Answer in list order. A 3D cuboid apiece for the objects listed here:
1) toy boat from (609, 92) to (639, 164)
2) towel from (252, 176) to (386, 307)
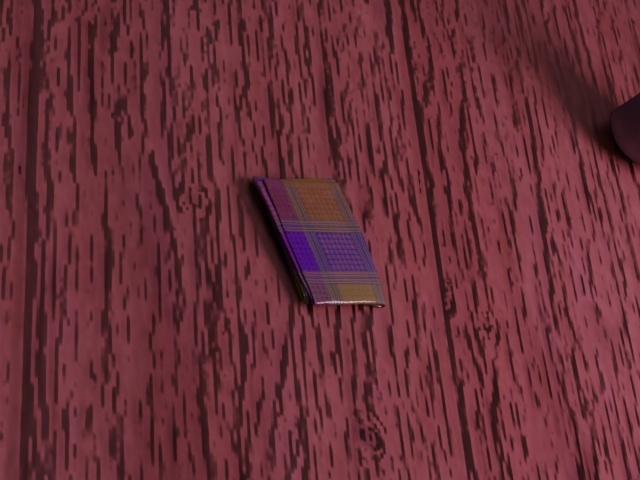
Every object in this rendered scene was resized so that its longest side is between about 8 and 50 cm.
[{"bbox_3d":[0.342,-0.055,1.285,0.318,0.148,0.267,26,46,-34],"label":"toy boat"},{"bbox_3d":[0.000,0.000,1.010,0.060,0.009,0.083,1,55,-43],"label":"towel"}]
